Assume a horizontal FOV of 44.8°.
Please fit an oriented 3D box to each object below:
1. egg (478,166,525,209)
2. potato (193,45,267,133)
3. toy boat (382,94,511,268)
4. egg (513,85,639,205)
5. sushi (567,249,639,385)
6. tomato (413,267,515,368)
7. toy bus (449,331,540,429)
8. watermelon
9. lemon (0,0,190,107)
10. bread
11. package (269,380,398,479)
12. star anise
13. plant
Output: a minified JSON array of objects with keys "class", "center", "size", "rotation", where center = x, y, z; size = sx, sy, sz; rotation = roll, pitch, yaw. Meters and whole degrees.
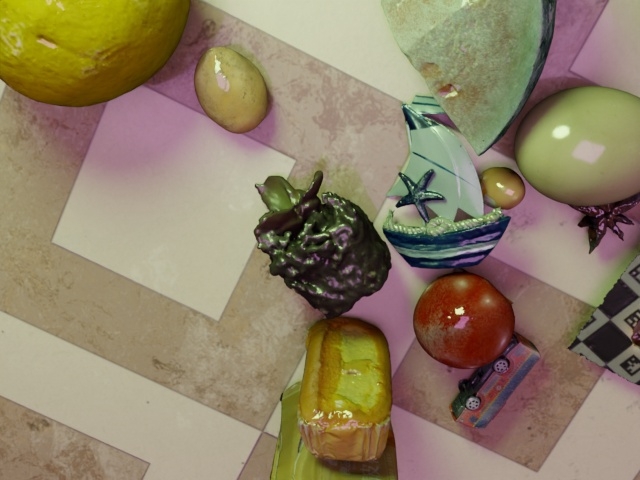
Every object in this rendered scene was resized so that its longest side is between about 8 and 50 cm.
[{"class":"egg","center":[0.300,-0.085,1.283],"size":[0.071,0.083,0.071],"rotation":[-10,115,-23]},{"class":"potato","center":[-0.148,-0.242,1.254],"size":[0.112,0.112,0.147],"rotation":[-26,110,10]},{"class":"toy boat","center":[0.176,-0.080,1.291],"size":[0.210,0.070,0.292],"rotation":[-32,85,30]},{"class":"egg","center":[0.422,-0.146,1.205],"size":[0.241,0.186,0.186],"rotation":[-1,106,-7]},{"class":"sushi","center":[0.649,0.114,1.331],"size":[0.320,0.069,0.339],"rotation":[27,114,-3]},{"class":"tomato","center":[0.235,0.135,1.310],"size":[0.167,0.167,0.167],"rotation":[1,106,3]},{"class":"toy bus","center":[0.311,0.252,1.391],"size":[0.077,0.065,0.192],"rotation":[29,106,-13]},{"class":"watermelon","center":[0.218,-0.338,1.157],"size":[0.258,0.228,0.388],"rotation":[8,116,10]},{"class":"lemon","center":[-0.358,-0.357,1.119],"size":[0.347,0.348,0.348],"rotation":[1,106,3]},{"class":"bread","center":[0.042,0.243,1.292],"size":[0.152,0.288,0.119],"rotation":[2,116,3]},{"class":"package","center":[0.005,0.369,1.311],"size":[0.221,0.311,0.165],"rotation":[-27,106,12]},{"class":"star anise","center":[0.486,-0.053,1.294],"size":[0.129,0.056,0.124],"rotation":[-26,102,10]},{"class":"plant","center":[0.000,0.000,1.273],"size":[0.178,0.204,0.234],"rotation":[-32,110,13]}]
